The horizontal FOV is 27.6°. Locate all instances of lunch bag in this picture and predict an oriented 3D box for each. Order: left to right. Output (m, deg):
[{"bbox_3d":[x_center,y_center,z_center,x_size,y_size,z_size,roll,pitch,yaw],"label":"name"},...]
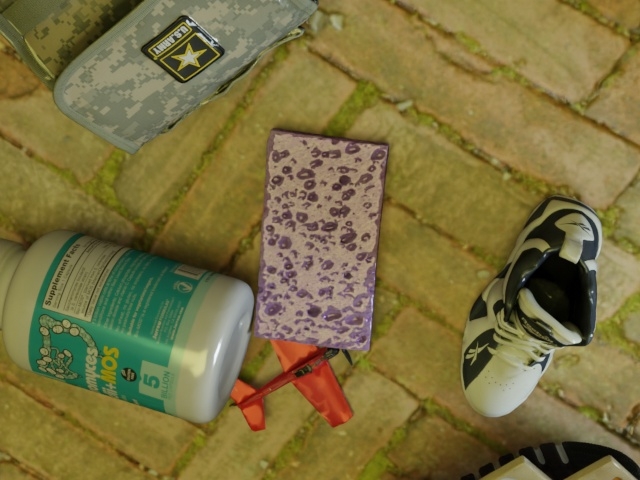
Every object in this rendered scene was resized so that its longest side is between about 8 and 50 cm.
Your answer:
[{"bbox_3d":[-0.170,-0.241,1.165,0.235,0.169,0.287,-37,106,15],"label":"lunch bag"}]

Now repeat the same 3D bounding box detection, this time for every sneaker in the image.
[{"bbox_3d":[0.198,0.308,1.329,0.281,0.106,0.163,-14,125,8],"label":"sneaker"},{"bbox_3d":[0.192,0.082,1.212,0.094,0.153,0.235,30,110,1],"label":"sneaker"}]

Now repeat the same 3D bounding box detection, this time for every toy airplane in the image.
[{"bbox_3d":[-0.037,0.139,1.335,0.151,0.028,0.151,3,107,10],"label":"toy airplane"}]

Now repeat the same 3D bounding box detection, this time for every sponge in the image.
[{"bbox_3d":[0.000,0.000,1.275,0.117,0.031,0.210,7,104,6],"label":"sponge"}]

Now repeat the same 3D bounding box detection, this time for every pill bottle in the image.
[{"bbox_3d":[-0.208,0.076,1.278,0.264,0.146,0.146,16,110,9],"label":"pill bottle"}]

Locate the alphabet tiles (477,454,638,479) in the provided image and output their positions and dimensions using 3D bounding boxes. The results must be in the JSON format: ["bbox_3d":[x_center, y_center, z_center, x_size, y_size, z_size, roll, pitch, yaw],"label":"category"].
[{"bbox_3d":[0.216,0.327,1.275,0.285,0.011,0.342,-33,128,21],"label":"alphabet tiles"}]
